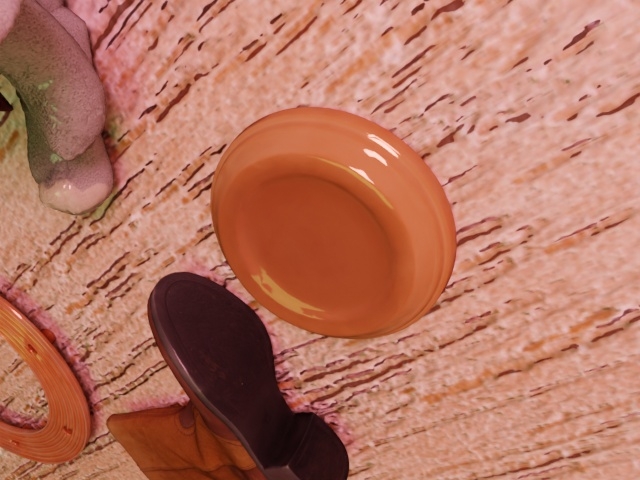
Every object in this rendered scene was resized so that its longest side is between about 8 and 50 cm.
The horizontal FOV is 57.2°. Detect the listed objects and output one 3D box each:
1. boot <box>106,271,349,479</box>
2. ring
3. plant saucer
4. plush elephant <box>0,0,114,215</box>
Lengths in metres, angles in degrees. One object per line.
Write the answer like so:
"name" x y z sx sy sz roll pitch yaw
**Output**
"boot" -0.140 0.169 0.613 0.280 0.096 0.264 -22 117 42
"ring" -0.433 0.161 0.762 0.337 0.032 0.336 13 125 19
"plant saucer" 0.000 0.000 0.445 0.200 0.037 0.199 12 125 18
"plush elephant" -0.284 -0.137 0.352 0.272 0.255 0.330 34 129 2
